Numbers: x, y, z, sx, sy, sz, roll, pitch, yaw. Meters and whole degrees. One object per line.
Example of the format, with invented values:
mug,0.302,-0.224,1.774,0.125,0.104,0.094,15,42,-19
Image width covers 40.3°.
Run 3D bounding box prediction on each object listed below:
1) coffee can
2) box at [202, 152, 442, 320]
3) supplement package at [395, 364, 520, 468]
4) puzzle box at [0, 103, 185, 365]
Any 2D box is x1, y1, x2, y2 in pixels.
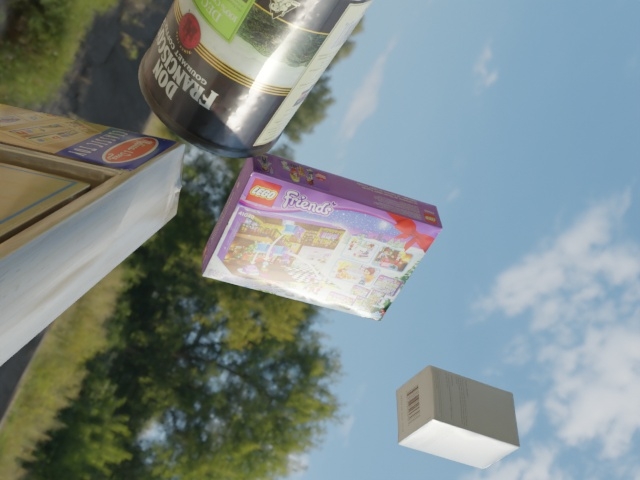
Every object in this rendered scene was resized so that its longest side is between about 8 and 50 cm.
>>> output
coffee can,-0.073,-0.262,1.039,0.275,0.201,0.201,-50,-161,40
box,0.000,0.000,1.257,0.057,0.293,0.201,-98,-149,-49
supplement package,0.228,0.297,1.457,0.105,0.179,0.105,-48,-151,41
puzzle box,-0.247,-0.008,0.372,0.409,0.272,0.052,-64,166,-71
